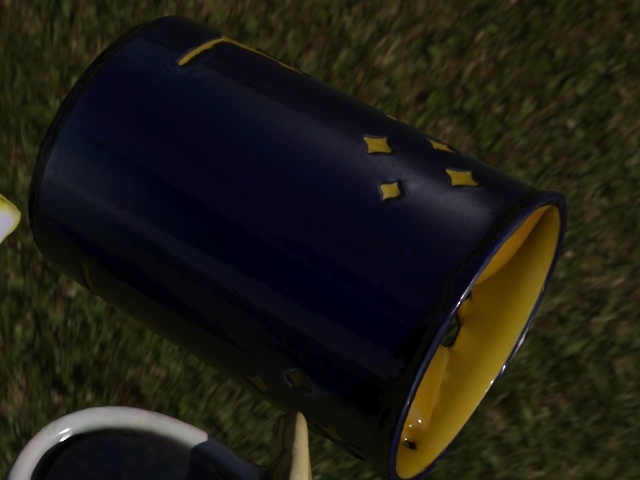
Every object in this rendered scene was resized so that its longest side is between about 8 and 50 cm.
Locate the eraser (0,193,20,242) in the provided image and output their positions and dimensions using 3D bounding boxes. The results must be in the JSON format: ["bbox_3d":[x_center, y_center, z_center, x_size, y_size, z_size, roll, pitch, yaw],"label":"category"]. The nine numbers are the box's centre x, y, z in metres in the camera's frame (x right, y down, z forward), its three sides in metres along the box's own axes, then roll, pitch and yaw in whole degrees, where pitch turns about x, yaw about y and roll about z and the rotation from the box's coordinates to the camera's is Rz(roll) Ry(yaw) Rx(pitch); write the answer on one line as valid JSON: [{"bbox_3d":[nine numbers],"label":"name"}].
[{"bbox_3d":[-0.370,-0.028,1.540,0.226,0.069,0.158,39,85,17],"label":"eraser"}]

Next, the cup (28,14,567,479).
[{"bbox_3d":[-0.013,0.015,1.090,0.256,0.255,0.178,29,71,20],"label":"cup"}]

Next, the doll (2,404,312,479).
[{"bbox_3d":[-0.112,0.096,0.635,0.208,0.144,0.271,-42,82,-16],"label":"doll"}]
